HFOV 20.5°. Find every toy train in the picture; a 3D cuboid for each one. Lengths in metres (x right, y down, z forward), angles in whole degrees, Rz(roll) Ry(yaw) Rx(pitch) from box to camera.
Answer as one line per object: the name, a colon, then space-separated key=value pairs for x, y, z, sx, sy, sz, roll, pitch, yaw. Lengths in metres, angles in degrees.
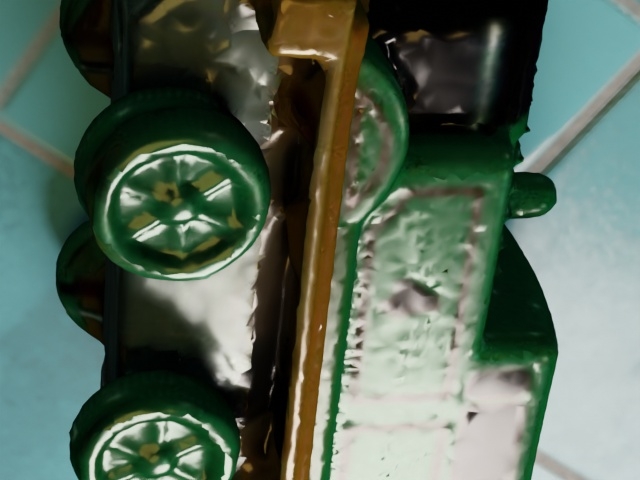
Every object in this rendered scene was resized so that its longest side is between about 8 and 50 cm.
toy train: x=0.000 y=0.000 z=0.864 sx=0.249 sy=0.178 sz=0.429 roll=-1 pitch=125 yaw=-11
